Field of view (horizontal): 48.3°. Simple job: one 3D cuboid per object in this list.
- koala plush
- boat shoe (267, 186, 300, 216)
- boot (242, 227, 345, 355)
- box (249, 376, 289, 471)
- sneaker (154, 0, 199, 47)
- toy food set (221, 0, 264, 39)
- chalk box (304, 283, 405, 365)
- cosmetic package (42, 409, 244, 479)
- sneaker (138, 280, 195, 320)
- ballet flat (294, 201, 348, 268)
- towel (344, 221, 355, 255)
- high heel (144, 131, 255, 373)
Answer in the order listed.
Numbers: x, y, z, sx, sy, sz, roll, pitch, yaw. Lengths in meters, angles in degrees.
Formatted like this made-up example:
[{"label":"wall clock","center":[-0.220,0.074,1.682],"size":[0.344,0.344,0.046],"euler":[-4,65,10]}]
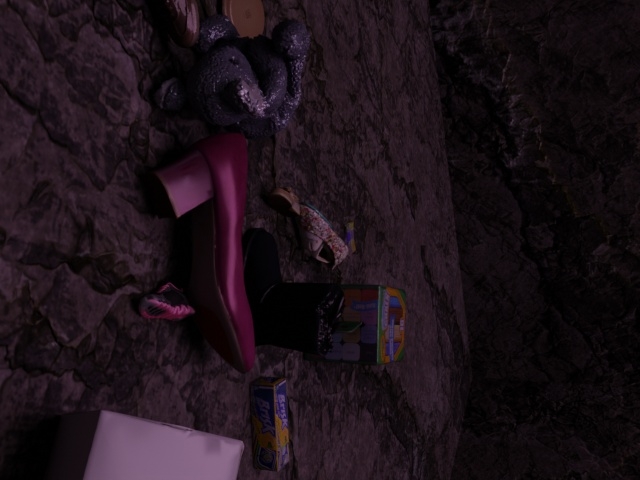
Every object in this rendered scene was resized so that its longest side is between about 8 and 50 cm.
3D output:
[{"label":"koala plush","center":[-0.136,-0.240,1.119],"size":[0.221,0.196,0.203],"euler":[-51,146,-64]},{"label":"boat shoe","center":[-0.075,-0.086,1.454],"size":[0.135,0.050,0.045],"euler":[53,37,-71]},{"label":"boot","center":[-0.053,0.088,1.286],"size":[0.094,0.207,0.247],"euler":[58,37,-52]},{"label":"box","center":[-0.097,0.352,1.376],"size":[0.059,0.054,0.169],"euler":[-14,102,-68]},{"label":"sneaker","center":[-0.236,-0.376,1.050],"size":[0.071,0.066,0.189],"euler":[-29,112,-47]},{"label":"toy food set","center":[-0.145,-0.409,1.304],"size":[0.132,0.038,0.192],"euler":[31,66,-57]},{"label":"chalk box","center":[0.074,0.191,1.642],"size":[0.289,0.180,0.179],"euler":[21,71,-68]},{"label":"cosmetic package","center":[-0.233,0.393,0.806],"size":[0.196,0.155,0.366],"euler":[25,61,-30]},{"label":"sneaker","center":[-0.234,0.086,1.064],"size":[0.119,0.047,0.057],"euler":[30,43,-67]},{"label":"ballet flat","center":[0.000,0.000,1.598],"size":[0.077,0.091,0.241],"euler":[-61,147,-12]},{"label":"towel","center":[0.079,-0.005,1.885],"size":[0.060,0.009,0.083],"euler":[-31,118,-64]},{"label":"high heel","center":[-0.132,0.023,1.136],"size":[0.181,0.127,0.377],"euler":[-33,121,-35]}]
